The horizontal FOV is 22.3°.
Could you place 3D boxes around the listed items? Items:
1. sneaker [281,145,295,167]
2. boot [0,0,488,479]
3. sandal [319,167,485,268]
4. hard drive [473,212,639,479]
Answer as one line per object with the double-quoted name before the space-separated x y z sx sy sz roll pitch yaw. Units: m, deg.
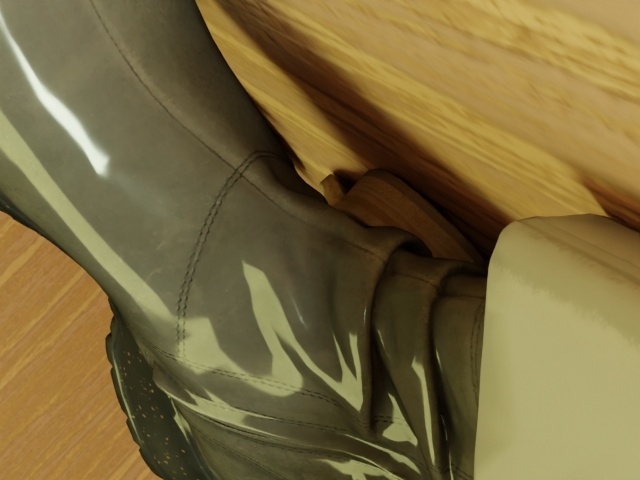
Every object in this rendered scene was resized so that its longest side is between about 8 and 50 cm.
"sneaker" -0.101 -0.051 0.900 0.162 0.106 0.281 41 175 -13
"boot" 0.000 0.000 0.563 0.223 0.118 0.338 17 147 40
"sandal" 0.012 0.023 0.737 0.088 0.079 0.240 43 175 0
"hard drive" 0.117 0.130 0.316 0.307 0.040 0.203 -146 55 -62
